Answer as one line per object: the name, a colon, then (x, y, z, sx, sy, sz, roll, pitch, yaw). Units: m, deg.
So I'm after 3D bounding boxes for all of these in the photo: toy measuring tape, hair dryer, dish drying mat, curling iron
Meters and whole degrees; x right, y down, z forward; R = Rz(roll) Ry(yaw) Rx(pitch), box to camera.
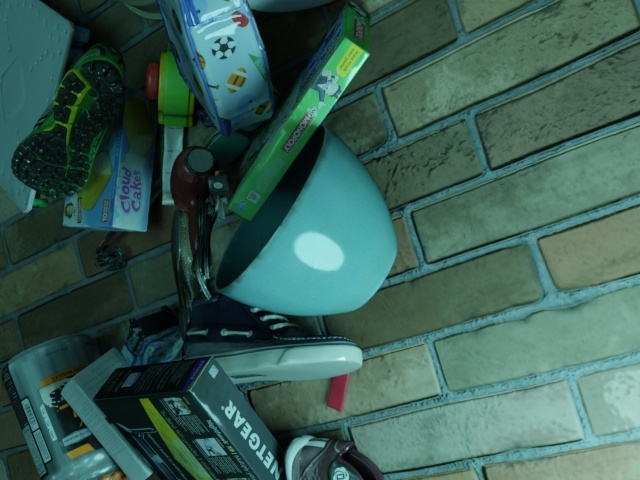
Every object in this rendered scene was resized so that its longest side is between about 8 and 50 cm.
toy measuring tape: (-0.259, -0.217, 1.468, 0.121, 0.121, 0.330, 14, 104, 33)
hair dryer: (-0.219, -0.047, 1.383, 0.293, 0.080, 0.224, -124, 45, -65)
dish drying mat: (0.031, 0.244, 1.374, 0.032, 0.008, 0.083, 19, 106, 33)
curling iron: (-0.361, -0.039, 1.612, 0.068, 0.035, 0.274, 41, 113, 2)

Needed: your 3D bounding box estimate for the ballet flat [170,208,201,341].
ballet flat: (-0.240, 0.064, 1.525, 0.084, 0.058, 0.250, 155, 109, -70)

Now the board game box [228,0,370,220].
board game box: (-0.031, -0.203, 1.265, 0.046, 0.213, 0.317, 31, 117, -14)

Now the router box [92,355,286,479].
router box: (-0.208, 0.343, 1.413, 0.242, 0.081, 0.309, -12, 122, 35)

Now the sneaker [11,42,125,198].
sneaker: (-0.444, -0.210, 1.497, 0.343, 0.134, 0.146, -44, 25, 30)

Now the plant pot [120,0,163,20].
plant pot: (-0.373, -0.569, 1.405, 0.333, 0.305, 0.334, 3, 96, 34)

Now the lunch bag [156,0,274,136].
lunch bag: (-0.176, -0.320, 1.260, 0.243, 0.115, 0.303, 54, 163, 38)

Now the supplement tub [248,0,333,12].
supplement tub: (-0.056, -0.534, 1.227, 0.235, 0.235, 0.325, -15, 85, 35)

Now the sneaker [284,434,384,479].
sneaker: (0.036, 0.457, 1.333, 0.162, 0.106, 0.282, -12, 87, 32)

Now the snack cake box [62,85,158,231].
snack cake box: (-0.401, -0.151, 1.569, 0.152, 0.089, 0.264, 2, 85, 34)

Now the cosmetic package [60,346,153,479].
cosmetic package: (-0.369, 0.332, 1.555, 0.231, 0.117, 0.085, 48, 135, 3)

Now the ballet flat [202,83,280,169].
ballet flat: (-0.144, -0.206, 1.432, 0.206, 0.073, 0.067, -41, 46, 27)

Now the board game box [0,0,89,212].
board game box: (-0.617, -0.310, 1.704, 0.390, 0.050, 0.390, 37, 115, 42)

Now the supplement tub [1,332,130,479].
supplement tub: (-0.492, 0.363, 1.639, 0.193, 0.193, 0.316, -35, 75, 32)

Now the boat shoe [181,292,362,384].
boat shoe: (-0.090, 0.152, 1.384, 0.340, 0.127, 0.158, -8, 66, 24)

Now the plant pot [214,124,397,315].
plant pot: (0.000, 0.000, 1.241, 0.195, 0.290, 0.290, 33, 119, -15)

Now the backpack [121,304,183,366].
backpack: (-0.319, 0.197, 1.558, 0.084, 0.105, 0.114, 49, 130, 18)
